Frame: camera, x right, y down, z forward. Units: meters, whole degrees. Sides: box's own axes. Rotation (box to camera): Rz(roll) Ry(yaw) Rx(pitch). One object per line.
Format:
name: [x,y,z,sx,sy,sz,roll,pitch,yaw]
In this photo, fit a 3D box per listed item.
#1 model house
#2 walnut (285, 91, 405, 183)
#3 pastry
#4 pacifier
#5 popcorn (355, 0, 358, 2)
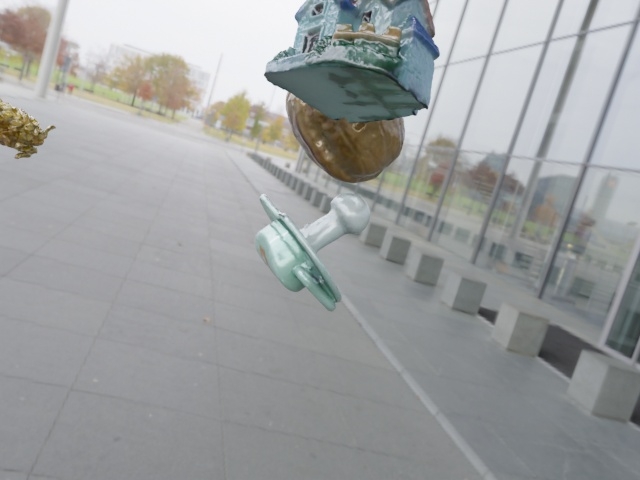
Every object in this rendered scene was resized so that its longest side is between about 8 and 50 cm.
model house: [0.096,-0.441,1.288,0.295,0.329,0.252,3,-18,45]
walnut: [0.074,-0.313,1.643,0.306,0.343,0.306,-21,22,9]
pastry: [-0.771,-0.282,1.491,0.250,0.102,0.154,25,10,-44]
pacifier: [0.000,0.000,1.409,0.288,0.269,0.343,61,-7,-31]
popcorn: [0.142,-0.793,1.707,0.237,0.293,0.293,48,-6,-23]
